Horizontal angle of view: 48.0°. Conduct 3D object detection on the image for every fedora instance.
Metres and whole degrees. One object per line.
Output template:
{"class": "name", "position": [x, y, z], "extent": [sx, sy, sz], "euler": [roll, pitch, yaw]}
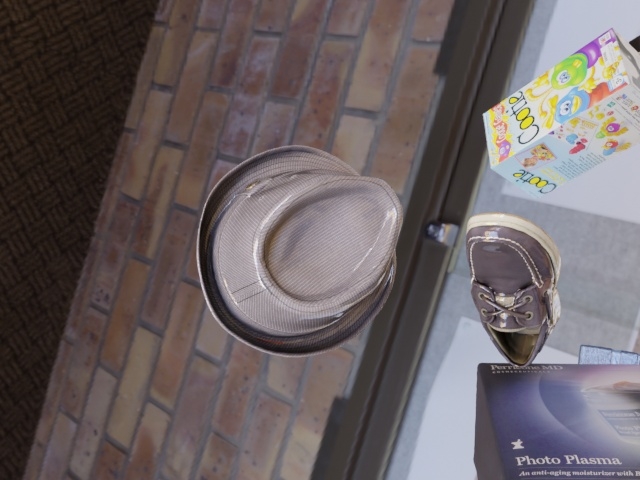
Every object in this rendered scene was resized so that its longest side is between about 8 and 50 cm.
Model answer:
{"class": "fedora", "position": [0.000, 0.000, 0.801], "extent": [0.275, 0.124, 0.243], "euler": [-27, 92, -30]}

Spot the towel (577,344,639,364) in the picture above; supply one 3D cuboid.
{"class": "towel", "position": [0.543, 0.235, 1.340], "extent": [0.029, 0.119, 0.067], "euler": [61, 43, -56]}

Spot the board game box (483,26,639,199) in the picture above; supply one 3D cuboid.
{"class": "board game box", "position": [0.448, -0.218, 1.283], "extent": [0.144, 0.275, 0.142], "euler": [27, 47, -32]}

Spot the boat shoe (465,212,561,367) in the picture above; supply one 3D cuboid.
{"class": "boat shoe", "position": [0.236, 0.070, 0.874], "extent": [0.285, 0.103, 0.092], "euler": [58, 45, -52]}

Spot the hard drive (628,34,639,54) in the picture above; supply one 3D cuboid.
{"class": "hard drive", "position": [0.800, -0.308, 1.432], "extent": [0.064, 0.339, 0.236], "euler": [-172, -105, -88]}

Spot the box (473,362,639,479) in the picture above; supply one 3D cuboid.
{"class": "box", "position": [0.352, 0.292, 0.884], "extent": [0.294, 0.296, 0.182], "euler": [-76, 164, -71]}
